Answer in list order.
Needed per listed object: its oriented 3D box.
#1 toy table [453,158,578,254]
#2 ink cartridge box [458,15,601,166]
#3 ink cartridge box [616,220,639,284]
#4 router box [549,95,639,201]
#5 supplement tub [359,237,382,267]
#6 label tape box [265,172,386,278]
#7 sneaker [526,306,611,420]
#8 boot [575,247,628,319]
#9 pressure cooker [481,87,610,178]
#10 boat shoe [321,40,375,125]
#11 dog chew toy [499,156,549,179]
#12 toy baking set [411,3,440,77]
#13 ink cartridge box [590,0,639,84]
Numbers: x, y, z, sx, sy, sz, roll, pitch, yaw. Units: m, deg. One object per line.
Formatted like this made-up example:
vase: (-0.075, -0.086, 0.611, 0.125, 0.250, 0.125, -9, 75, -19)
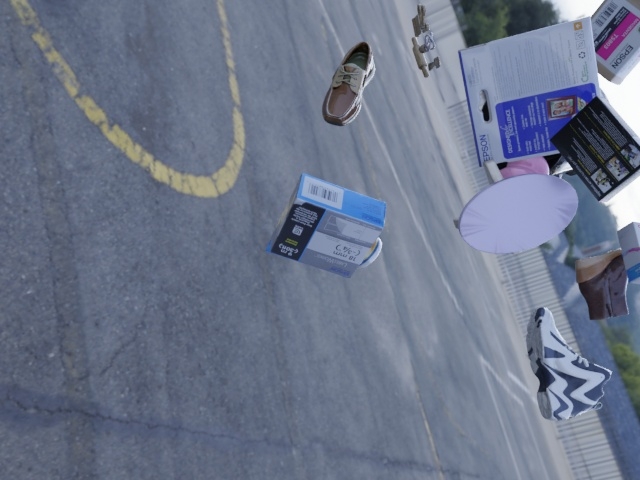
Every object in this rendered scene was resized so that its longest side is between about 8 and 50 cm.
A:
toy table: (0.465, -0.072, 1.526, 0.161, 0.274, 0.252, -72, 154, -78)
ink cartridge box: (0.524, -0.360, 1.544, 0.072, 0.307, 0.304, -37, 116, -63)
ink cartridge box: (0.669, 0.028, 1.274, 0.052, 0.088, 0.123, 121, -27, -57)
router box: (0.583, -0.189, 1.293, 0.046, 0.133, 0.179, -2, 55, -42)
supplement tub: (0.113, -0.007, 2.299, 0.199, 0.144, 0.144, 40, 28, -21)
label tape box: (0.000, 0.000, 1.689, 0.240, 0.334, 0.106, 19, 46, -11)
sneaker: (0.534, 0.256, 1.323, 0.094, 0.153, 0.235, 100, -14, -69)
boot: (0.966, 0.136, 2.022, 0.090, 0.248, 0.207, 4, 70, -77)
pressure cooker: (0.806, -0.402, 2.194, 0.420, 0.370, 0.376, -17, 72, -41)
boat shoe: (0.086, -0.505, 1.971, 0.120, 0.122, 0.324, 88, 19, -56)
dog chew toy: (0.605, -0.134, 1.935, 0.332, 0.206, 0.206, -61, 141, -16)
toy baking set: (0.313, -0.599, 1.904, 0.197, 0.030, 0.256, 78, 0, -69)
ink cartridge box: (0.910, -0.628, 1.901, 0.088, 0.235, 0.193, -5, 49, -45)
